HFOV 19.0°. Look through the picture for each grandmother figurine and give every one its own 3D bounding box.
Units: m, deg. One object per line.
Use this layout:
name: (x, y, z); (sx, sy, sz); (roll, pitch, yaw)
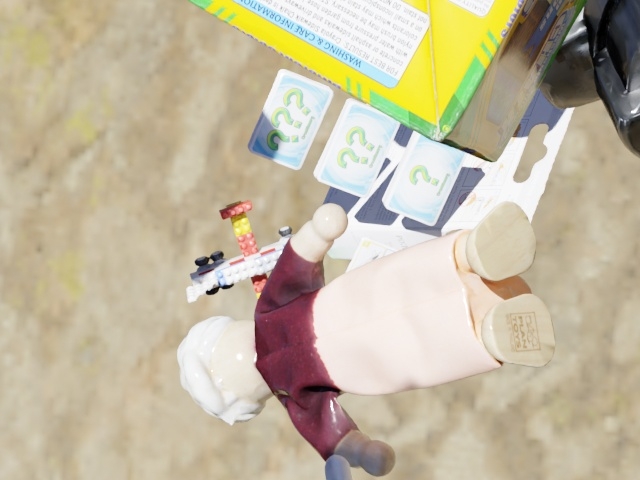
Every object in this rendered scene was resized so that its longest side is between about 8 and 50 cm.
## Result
grandmother figurine: (0.019, 0.080, 1.471); (0.342, 0.104, 0.208); (-15, 75, 42)

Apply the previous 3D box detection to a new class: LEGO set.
LEGO set: (0.000, 0.000, 1.632); (0.244, 0.182, 0.060); (-65, 17, 12)

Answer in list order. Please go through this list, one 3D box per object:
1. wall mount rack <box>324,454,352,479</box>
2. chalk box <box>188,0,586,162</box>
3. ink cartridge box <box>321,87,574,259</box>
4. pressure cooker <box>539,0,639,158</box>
wall mount rack: (0.055, 0.301, 1.203); (0.304, 0.350, 0.130); (40, 107, 10)
chalk box: (0.039, -0.118, 0.759); (0.132, 0.213, 0.132); (29, 94, 12)
ink cartridge box: (0.123, -0.065, 1.750); (0.224, 0.056, 0.181); (3, 53, 32)
pressure cooker: (0.331, -0.256, 1.313); (0.370, 0.375, 0.420); (-52, 47, 47)
